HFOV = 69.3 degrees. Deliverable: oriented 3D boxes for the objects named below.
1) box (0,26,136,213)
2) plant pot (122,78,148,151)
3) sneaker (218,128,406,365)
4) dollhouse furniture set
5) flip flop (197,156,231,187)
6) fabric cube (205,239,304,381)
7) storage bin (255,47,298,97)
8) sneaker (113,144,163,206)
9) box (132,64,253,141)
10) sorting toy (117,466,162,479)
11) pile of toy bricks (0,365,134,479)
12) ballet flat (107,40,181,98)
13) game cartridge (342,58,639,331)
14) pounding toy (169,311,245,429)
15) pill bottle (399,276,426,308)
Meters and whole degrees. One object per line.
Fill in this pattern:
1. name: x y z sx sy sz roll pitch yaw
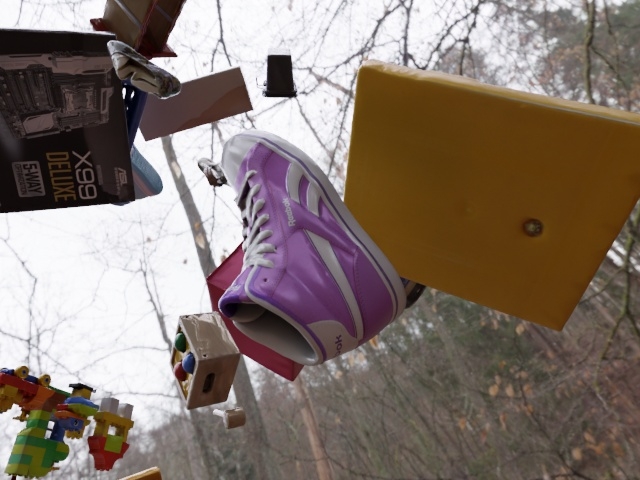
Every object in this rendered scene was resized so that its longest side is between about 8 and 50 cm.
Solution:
1. box: -0.474 -0.210 0.825 0.242 0.076 0.308 -7 -61 -23
2. plant pot: -0.531 -0.272 0.968 0.235 0.212 0.236 11 -73 -43
3. sneaker: -0.054 -0.004 0.469 0.161 0.282 0.102 -24 -28 -37
4. dollhouse furniture set: -0.417 -0.564 0.909 0.201 0.374 0.152 -42 -1 38
5. flip flop: -0.377 -0.231 1.642 0.080 0.277 0.112 -39 -51 -22
6. fabric cube: -0.108 0.149 1.196 0.259 0.254 0.258 -51 -24 -39
7. storage bin: -0.101 -0.393 1.075 0.098 0.135 0.091 -1 -60 -5
8. sneaker: -0.663 -0.232 1.427 0.208 0.127 0.319 -23 -58 13
9. box: -0.351 -0.386 1.288 0.310 0.148 0.121 -17 -66 0
10. sorting toy: -0.171 0.384 0.457 0.195 0.047 0.348 3 -86 -26
11. pile of toy bricks: -0.320 0.221 0.525 0.118 0.105 0.212 -8 -34 14
12. ballet flat: -0.228 -0.210 0.574 0.041 0.114 0.041 -57 -8 -12
13. game cartridge: 0.186 -0.050 0.576 0.053 0.323 0.286 -50 -26 -46
14. pounding toy: -0.220 0.273 0.879 0.094 0.206 0.181 0 -59 -35
15. pill bottle: 0.081 0.011 0.784 0.219 0.123 0.123 31 -55 3
